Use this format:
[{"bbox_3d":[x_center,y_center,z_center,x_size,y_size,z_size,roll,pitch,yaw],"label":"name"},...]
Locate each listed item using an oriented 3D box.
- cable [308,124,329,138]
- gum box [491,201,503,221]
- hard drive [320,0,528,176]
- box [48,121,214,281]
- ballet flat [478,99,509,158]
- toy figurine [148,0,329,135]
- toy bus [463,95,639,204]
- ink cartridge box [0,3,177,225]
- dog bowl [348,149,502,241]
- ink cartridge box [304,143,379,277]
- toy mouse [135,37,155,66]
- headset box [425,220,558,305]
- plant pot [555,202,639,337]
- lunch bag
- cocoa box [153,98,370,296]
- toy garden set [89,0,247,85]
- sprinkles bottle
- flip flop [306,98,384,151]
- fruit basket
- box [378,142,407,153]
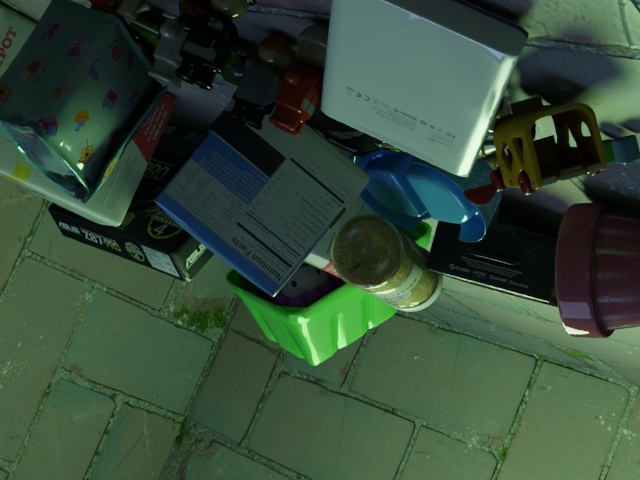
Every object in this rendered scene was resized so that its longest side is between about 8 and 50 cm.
[{"bbox_3d":[0.000,-0.193,1.891,0.184,0.047,0.150,16,169,40],"label":"cable"},{"bbox_3d":[0.195,-0.089,2.041,0.157,0.041,0.184,29,170,-37],"label":"gum box"},{"bbox_3d":[0.107,-0.191,1.373,0.210,0.040,0.318,25,161,6],"label":"hard drive"},{"bbox_3d":[-0.321,-0.095,2.449,0.395,0.318,0.097,18,144,39],"label":"box"},{"bbox_3d":[0.213,-0.145,1.539,0.067,0.073,0.206,13,172,13],"label":"ballet flat"},{"bbox_3d":[-0.099,-0.242,1.535,0.213,0.148,0.209,24,177,-24],"label":"toy figurine"},{"bbox_3d":[0.260,-0.119,1.431,0.202,0.104,0.191,-9,-171,34],"label":"toy bus"},{"bbox_3d":[-0.513,-0.232,2.249,0.385,0.279,0.160,28,172,-26],"label":"ink cartridge box"},{"bbox_3d":[0.163,-0.090,1.860,0.297,0.074,0.166,12,144,52],"label":"dog bowl"},{"bbox_3d":[-0.027,-0.076,2.154,0.283,0.207,0.117,24,171,-7],"label":"ink cartridge box"},{"bbox_3d":[-0.303,-0.306,1.907,0.143,0.031,0.161,24,-165,14],"label":"toy mouse"},{"bbox_3d":[0.316,0.034,2.057,0.218,0.110,0.293,15,179,16],"label":"headset box"},{"bbox_3d":[0.455,0.044,1.721,0.180,0.201,0.201,0,161,30],"label":"plant pot"},{"bbox_3d":[-0.351,-0.197,1.791,0.160,0.223,0.262,22,162,26],"label":"lunch bag"},{"bbox_3d":[-0.098,-0.074,1.833,0.231,0.228,0.347,39,177,-5],"label":"cocoa box"},{"bbox_3d":[-0.221,-0.312,1.737,0.244,0.049,0.204,23,174,9],"label":"toy garden set"},{"bbox_3d":[0.118,0.043,2.016,0.121,0.121,0.355,20,177,19],"label":"sprinkles bottle"},{"bbox_3d":[0.069,-0.195,1.619,0.112,0.080,0.277,31,155,-21],"label":"flip flop"},{"bbox_3d":[0.000,0.000,2.324,0.392,0.392,0.283,30,177,-42],"label":"fruit basket"},{"bbox_3d":[0.093,-0.168,1.772,0.062,0.052,0.083,29,172,-37],"label":"box"}]
